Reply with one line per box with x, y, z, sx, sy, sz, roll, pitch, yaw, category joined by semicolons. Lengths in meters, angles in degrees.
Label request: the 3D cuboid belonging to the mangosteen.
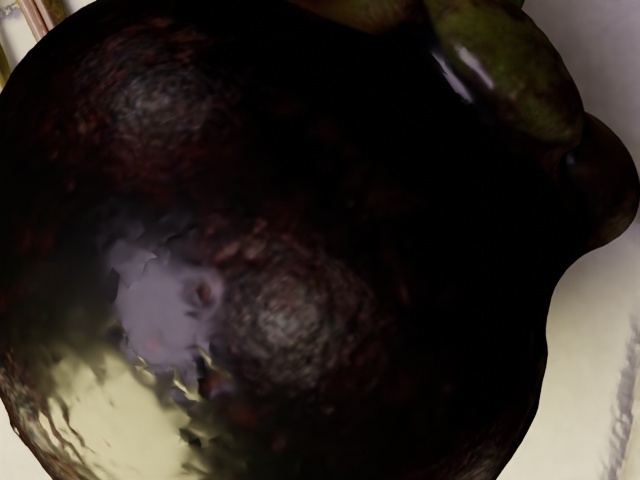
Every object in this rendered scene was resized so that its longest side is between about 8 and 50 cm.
-0.005;0.009;0.620;0.297;0.313;0.297;167;90;-73;mangosteen

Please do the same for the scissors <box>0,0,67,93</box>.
-0.139;-0.067;0.826;0.160;0.024;0.317;-27;88;36;scissors
